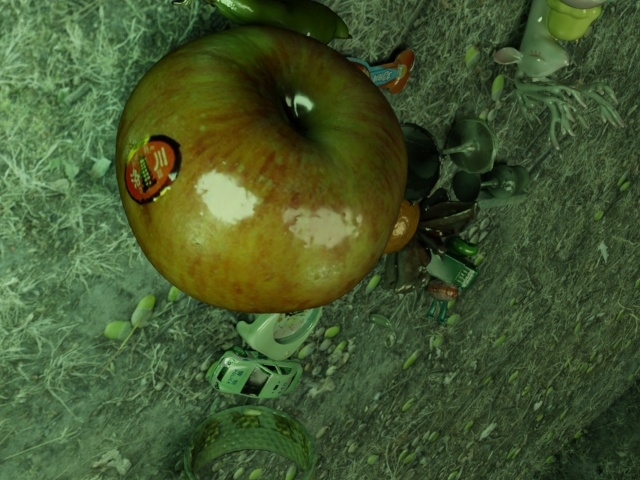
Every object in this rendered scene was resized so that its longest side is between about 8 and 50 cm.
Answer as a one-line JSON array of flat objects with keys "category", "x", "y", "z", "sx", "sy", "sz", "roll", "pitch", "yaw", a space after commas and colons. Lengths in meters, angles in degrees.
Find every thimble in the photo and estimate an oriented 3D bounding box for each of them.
[{"category": "thimble", "x": -0.143, "y": 0.469, "z": 1.736, "sx": 0.270, "sy": 0.271, "sz": 0.150, "roll": -24, "pitch": 133, "yaw": -33}]

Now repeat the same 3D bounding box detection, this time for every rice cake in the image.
[{"category": "rice cake", "x": 0.411, "y": -0.099, "z": 2.027, "sx": 0.211, "sy": 0.043, "sz": 0.034, "roll": -10, "pitch": 136, "yaw": -44}]

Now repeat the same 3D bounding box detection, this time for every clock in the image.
[{"category": "clock", "x": -0.062, "y": 0.137, "z": 1.695, "sx": 0.191, "sy": 0.062, "sz": 0.151, "roll": -50, "pitch": 145, "yaw": -1}]

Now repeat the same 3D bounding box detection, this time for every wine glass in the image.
[{"category": "wine glass", "x": 0.234, "y": -0.168, "z": 1.685, "sx": 0.232, "sy": 0.156, "sz": 0.156, "roll": -17, "pitch": 133, "yaw": -46}, {"category": "wine glass", "x": 0.382, "y": -0.128, "z": 1.937, "sx": 0.195, "sy": 0.079, "sz": 0.079, "roll": -10, "pitch": 128, "yaw": -42}]

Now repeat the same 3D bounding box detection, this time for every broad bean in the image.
[{"category": "broad bean", "x": -0.058, "y": -0.325, "z": 1.264, "sx": 0.325, "sy": 0.075, "sz": 0.067, "roll": 1, "pitch": 122, "yaw": -49}]

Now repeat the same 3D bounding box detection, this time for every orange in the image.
[{"category": "orange", "x": 0.127, "y": -0.039, "z": 1.692, "sx": 0.117, "sy": 0.135, "sz": 0.136, "roll": 14, "pitch": 114, "yaw": -17}]

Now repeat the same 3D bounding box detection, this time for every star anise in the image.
[{"category": "star anise", "x": 0.210, "y": 0.007, "z": 1.765, "sx": 0.110, "sy": 0.198, "sz": 0.258, "roll": 30, "pitch": 98, "yaw": -20}]

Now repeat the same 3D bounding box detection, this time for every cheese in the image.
[{"category": "cheese", "x": 0.069, "y": -0.271, "z": 1.489, "sx": 0.256, "sy": 0.037, "sz": 0.106, "roll": -20, "pitch": 136, "yaw": -36}]

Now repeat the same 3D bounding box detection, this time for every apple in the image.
[{"category": "apple", "x": -0.086, "y": -0.090, "z": 1.194, "sx": 0.400, "sy": 0.400, "sz": 0.333, "roll": -19, "pitch": 160, "yaw": -37}]

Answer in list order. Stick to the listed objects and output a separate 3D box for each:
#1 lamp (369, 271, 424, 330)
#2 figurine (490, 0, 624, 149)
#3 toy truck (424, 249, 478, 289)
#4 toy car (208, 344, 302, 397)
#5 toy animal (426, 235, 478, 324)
[{"category": "lamp", "x": 0.189, "y": 0.116, "z": 1.994, "sx": 0.198, "sy": 0.056, "sz": 0.050, "roll": -53, "pitch": 146, "yaw": -16}, {"category": "figurine", "x": 0.470, "y": -0.356, "z": 1.675, "sx": 0.206, "sy": 0.284, "sz": 0.316, "roll": -26, "pitch": 150, "yaw": -29}, {"category": "toy truck", "x": 0.279, "y": 0.053, "z": 1.943, "sx": 0.147, "sy": 0.079, "sz": 0.065, "roll": 27, "pitch": 104, "yaw": -14}, {"category": "toy car", "x": -0.122, "y": 0.269, "z": 1.738, "sx": 0.224, "sy": 0.076, "sz": 0.090, "roll": 13, "pitch": 113, "yaw": -53}, {"category": "toy animal", "x": 0.313, "y": 0.096, "z": 2.046, "sx": 0.103, "sy": 0.100, "sz": 0.208, "roll": 16, "pitch": 99, "yaw": -13}]
